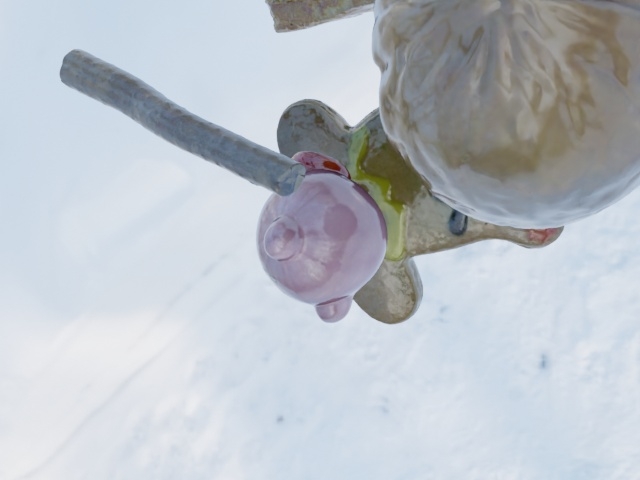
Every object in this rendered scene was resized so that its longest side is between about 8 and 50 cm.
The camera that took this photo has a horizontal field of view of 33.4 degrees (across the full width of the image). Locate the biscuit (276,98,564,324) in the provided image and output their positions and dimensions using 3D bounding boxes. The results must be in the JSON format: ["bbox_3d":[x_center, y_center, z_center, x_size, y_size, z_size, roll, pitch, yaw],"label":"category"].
[{"bbox_3d":[0.139,-0.072,1.543,0.394,0.076,0.368,-20,99,20],"label":"biscuit"}]

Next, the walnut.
[{"bbox_3d":[0.209,-0.188,1.002,0.307,0.398,0.354,-4,91,20],"label":"walnut"}]

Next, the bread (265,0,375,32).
[{"bbox_3d":[0.076,-0.445,1.840,0.380,0.185,0.109,-4,102,42],"label":"bread"}]

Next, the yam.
[{"bbox_3d":[-0.144,-0.119,1.059,0.326,0.045,0.045,29,90,32],"label":"yam"}]

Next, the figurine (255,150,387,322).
[{"bbox_3d":[0.000,0.000,1.339,0.173,0.173,0.173,-7,82,50],"label":"figurine"}]
